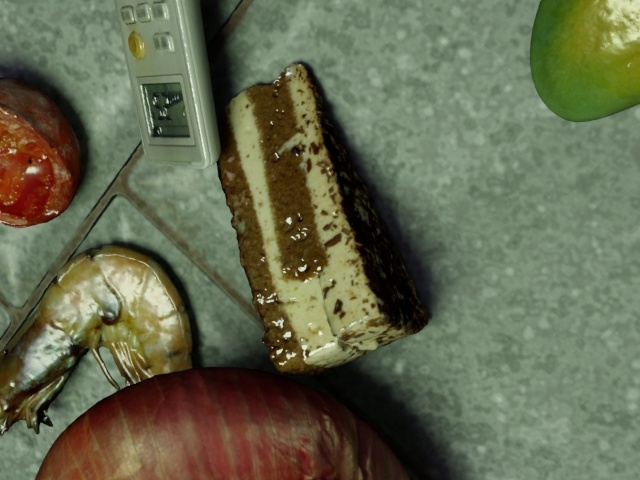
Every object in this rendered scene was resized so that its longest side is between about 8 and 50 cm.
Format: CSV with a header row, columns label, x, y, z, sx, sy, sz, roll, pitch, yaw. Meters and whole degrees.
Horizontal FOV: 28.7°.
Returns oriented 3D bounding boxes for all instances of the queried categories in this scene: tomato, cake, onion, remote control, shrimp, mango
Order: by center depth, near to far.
label,x,y,z,sx,sy,sz,roll,pitch,yaw
mango,0.227,-0.161,0.887,0.130,0.092,0.195,40,125,5
onion,-0.081,0.269,1.030,0.353,0.353,0.354,7,108,21
remote control,-0.130,-0.218,1.033,0.109,0.055,0.313,9,112,54
cake,-0.001,-0.008,1.053,0.112,0.135,0.246,-26,64,19
tomato,-0.288,-0.090,1.128,0.159,0.091,0.139,34,129,-19
shrimp,-0.220,0.137,1.181,0.178,0.075,0.289,43,104,4
